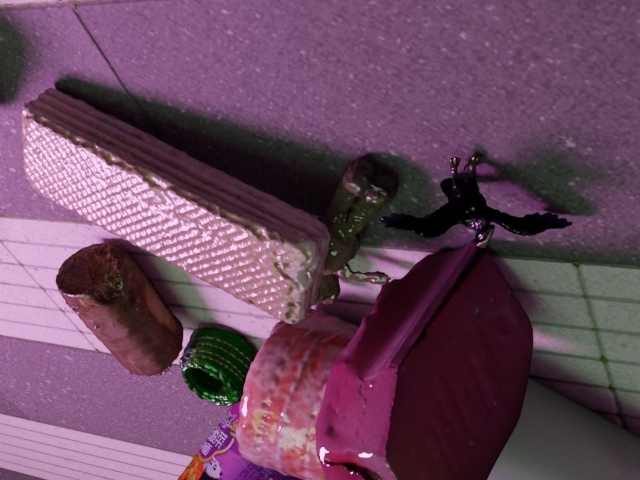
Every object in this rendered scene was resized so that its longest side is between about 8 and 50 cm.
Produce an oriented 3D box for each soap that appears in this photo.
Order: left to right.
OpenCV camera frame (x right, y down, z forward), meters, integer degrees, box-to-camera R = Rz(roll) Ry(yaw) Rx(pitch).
[{"bbox_3d":[0.123,0.177,1.164,0.127,0.325,0.220,-8,124,51],"label":"soap"}]

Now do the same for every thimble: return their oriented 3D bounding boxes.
[{"bbox_3d":[-0.167,0.204,1.646,0.118,0.090,0.130,-18,129,45],"label":"thimble"},{"bbox_3d":[-0.002,0.216,1.410,0.162,0.239,0.239,20,148,16],"label":"thimble"}]

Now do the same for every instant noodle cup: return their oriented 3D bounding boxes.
[{"bbox_3d":[-0.117,0.417,1.739,0.251,0.190,0.251,41,170,9],"label":"instant noodle cup"}]

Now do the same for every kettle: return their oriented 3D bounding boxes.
[{"bbox_3d":[0.301,0.324,1.380,0.318,0.205,0.265,25,138,-4],"label":"kettle"}]

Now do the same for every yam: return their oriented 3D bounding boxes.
[{"bbox_3d":[-0.312,0.105,1.573,0.129,0.128,0.238,-12,139,15],"label":"yam"}]

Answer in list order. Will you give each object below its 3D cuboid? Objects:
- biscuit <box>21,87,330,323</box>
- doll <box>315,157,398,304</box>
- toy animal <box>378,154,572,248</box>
[{"bbox_3d":[-0.184,-0.047,1.236,0.426,0.078,0.144,27,135,15],"label":"biscuit"},{"bbox_3d":[0.015,0.007,1.251,0.286,0.091,0.203,-22,137,38],"label":"doll"},{"bbox_3d":[0.158,-0.035,1.060,0.220,0.108,0.062,-3,149,-19],"label":"toy animal"}]
